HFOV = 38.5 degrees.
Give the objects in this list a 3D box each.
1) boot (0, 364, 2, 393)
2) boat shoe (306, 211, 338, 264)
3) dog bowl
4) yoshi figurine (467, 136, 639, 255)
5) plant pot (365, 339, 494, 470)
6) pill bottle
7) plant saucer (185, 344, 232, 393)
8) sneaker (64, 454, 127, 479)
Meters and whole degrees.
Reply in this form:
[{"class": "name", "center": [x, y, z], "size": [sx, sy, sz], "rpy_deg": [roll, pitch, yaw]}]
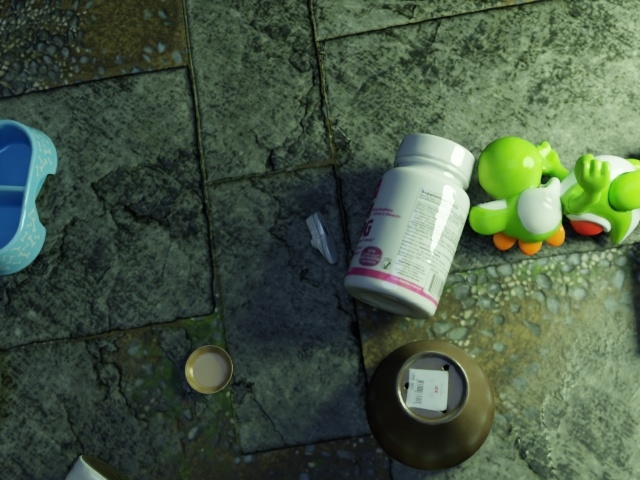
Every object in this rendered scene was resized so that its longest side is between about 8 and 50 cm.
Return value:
[{"class": "boot", "center": [-0.670, 0.301, 1.472], "size": [0.131, 0.260, 0.347], "rpy_deg": [7, 75, 26]}, {"class": "boat shoe", "center": [0.000, 0.000, 1.621], "size": [0.035, 0.035, 0.100], "rpy_deg": [-28, 75, 26]}, {"class": "dog bowl", "center": [-0.588, -0.087, 1.686], "size": [0.166, 0.074, 0.297], "rpy_deg": [3, 74, 7]}, {"class": "yoshi figurine", "center": [0.418, -0.113, 1.536], "size": [0.362, 0.203, 0.203], "rpy_deg": [-13, 57, 5]}, {"class": "plant pot", "center": [0.170, 0.244, 1.426], "size": [0.216, 0.230, 0.215], "rpy_deg": [-2, 74, 6]}, {"class": "pill bottle", "center": [0.156, -0.024, 1.542], "size": [0.160, 0.160, 0.283], "rpy_deg": [18, 76, 11]}, {"class": "plant saucer", "center": [-0.191, 0.223, 1.583], "size": [0.084, 0.015, 0.083], "rpy_deg": [-2, 73, 6]}, {"class": "sneaker", "center": [-0.310, 0.479, 1.485], "size": [0.290, 0.106, 0.123], "rpy_deg": [32, 86, 23]}]
